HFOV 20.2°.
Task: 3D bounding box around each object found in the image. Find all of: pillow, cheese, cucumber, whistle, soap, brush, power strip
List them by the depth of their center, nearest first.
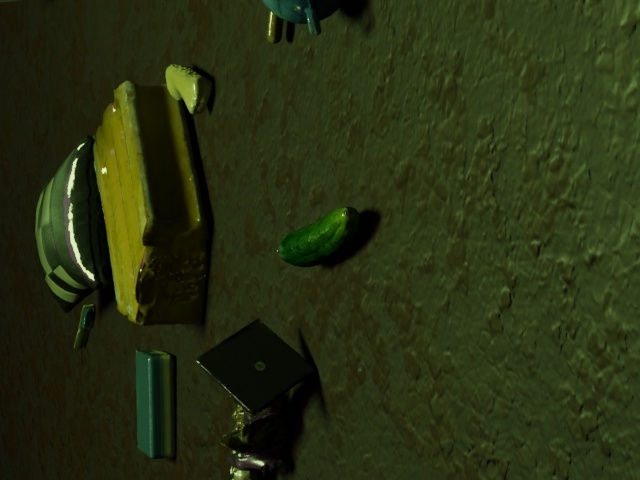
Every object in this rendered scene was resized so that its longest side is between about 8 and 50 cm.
[{"bbox_3d":[-0.018,-0.243,1.547,0.090,0.090,0.157,124,140,-55],"label":"whistle"},{"bbox_3d":[0.000,0.000,1.579,0.168,0.039,0.039,151,115,-63],"label":"cucumber"},{"bbox_3d":[-0.141,-0.162,1.919,0.083,0.030,0.044,30,113,58],"label":"cheese"},{"bbox_3d":[-0.185,-0.028,1.972,0.160,0.080,0.257,124,139,-57],"label":"soap"},{"bbox_3d":[-0.189,0.188,2.058,0.056,0.032,0.123,-169,78,-68],"label":"power strip"},{"bbox_3d":[-0.295,-0.015,2.208,0.250,0.106,0.186,154,113,-70],"label":"pillow"},{"bbox_3d":[-0.311,0.116,2.372,0.013,0.016,0.083,56,143,34],"label":"brush"}]

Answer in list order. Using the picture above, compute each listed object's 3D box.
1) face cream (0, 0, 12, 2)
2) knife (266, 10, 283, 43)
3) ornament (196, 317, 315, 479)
[{"bbox_3d":[-0.442,-0.434,2.385,0.218,0.218,0.179,153,114,-65],"label":"face cream"},{"bbox_3d":[-0.028,-0.303,1.639,0.046,0.022,0.256,-48,-33,-69],"label":"knife"},{"bbox_3d":[-0.058,0.182,1.706,0.081,0.088,0.203,37,142,33],"label":"ornament"}]
